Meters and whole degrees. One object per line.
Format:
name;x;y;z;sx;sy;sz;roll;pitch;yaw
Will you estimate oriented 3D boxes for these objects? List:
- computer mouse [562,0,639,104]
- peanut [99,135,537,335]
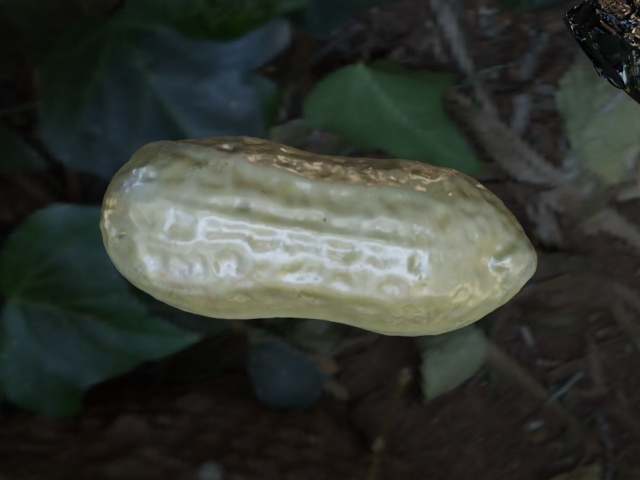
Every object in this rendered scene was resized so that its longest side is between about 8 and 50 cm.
computer mouse;0.251;-0.095;1.078;0.242;0.146;0.077;12;126;18
peanut;0.000;0.000;0.946;0.214;0.098;0.090;8;71;-4
